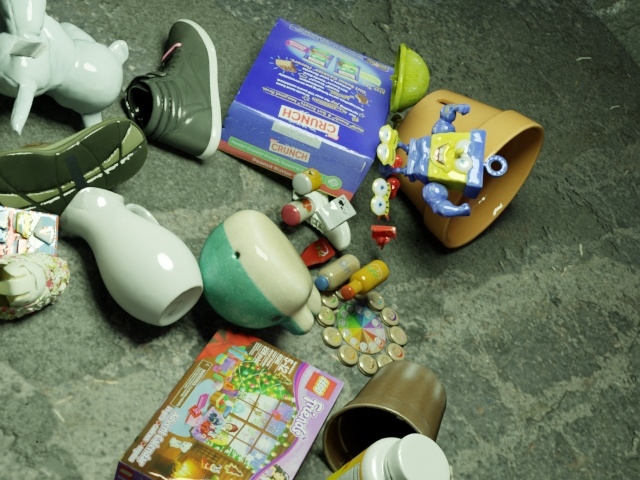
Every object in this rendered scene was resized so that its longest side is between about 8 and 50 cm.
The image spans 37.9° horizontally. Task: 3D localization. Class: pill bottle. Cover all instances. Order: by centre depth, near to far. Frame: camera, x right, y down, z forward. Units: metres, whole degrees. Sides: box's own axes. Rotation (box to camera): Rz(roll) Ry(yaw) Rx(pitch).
[{"bbox_3d":[0.077,0.343,1.254,0.117,0.215,0.117,22,44,-24],"label":"pill bottle"}]

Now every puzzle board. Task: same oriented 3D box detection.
[{"bbox_3d":[-0.405,0.019,1.265,0.096,0.011,0.128,9,72,-34],"label":"puzzle board"}]

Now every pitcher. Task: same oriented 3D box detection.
[{"bbox_3d":[-0.253,0.019,1.353,0.207,0.125,0.178,45,22,17],"label":"pitcher"}]

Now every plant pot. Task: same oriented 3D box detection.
[{"bbox_3d":[0.108,0.273,1.398,0.167,0.167,0.165,43,32,-1],"label":"plant pot"},{"bbox_3d":[0.265,-0.157,1.820,0.203,0.291,0.291,40,37,24],"label":"plant pot"}]

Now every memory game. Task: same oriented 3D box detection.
[{"bbox_3d":[0.071,0.146,1.578,0.186,0.012,0.186,22,44,-23],"label":"memory game"}]

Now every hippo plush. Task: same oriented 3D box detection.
[{"bbox_3d":[-0.399,-0.297,1.393,0.294,0.234,0.236,29,15,36],"label":"hippo plush"}]

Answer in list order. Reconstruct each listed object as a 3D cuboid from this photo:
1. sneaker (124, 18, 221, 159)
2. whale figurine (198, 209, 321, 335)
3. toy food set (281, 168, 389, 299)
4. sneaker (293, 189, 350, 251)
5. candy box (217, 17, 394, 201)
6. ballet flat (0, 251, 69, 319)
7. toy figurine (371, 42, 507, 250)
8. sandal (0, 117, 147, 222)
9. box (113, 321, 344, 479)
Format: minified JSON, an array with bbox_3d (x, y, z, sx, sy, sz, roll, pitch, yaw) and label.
[{"bbox_3d":[-0.262,-0.283,1.603,0.147,0.104,0.296,13,53,-38],"label":"sneaker"},{"bbox_3d":[-0.090,0.065,1.423,0.216,0.141,0.272,58,7,21],"label":"whale figurine"},{"bbox_3d":[0.000,0.000,1.565,0.104,0.111,0.232,-31,87,-48],"label":"toy food set"},{"bbox_3d":[-0.001,-0.039,1.655,0.061,0.054,0.152,-10,55,-38],"label":"sneaker"},{"bbox_3d":[-0.015,-0.247,1.729,0.268,0.122,0.317,23,41,-3],"label":"candy box"},{"bbox_3d":[-0.423,0.063,1.182,0.241,0.077,0.091,-9,96,-37],"label":"ballet flat"},{"bbox_3d":[0.219,-0.153,1.635,0.217,0.191,0.363,5,71,11],"label":"toy figurine"},{"bbox_3d":[-0.390,-0.094,1.349,0.303,0.086,0.120,-26,116,-37],"label":"sandal"},{"bbox_3d":[-0.113,0.255,1.255,0.201,0.057,0.293,26,40,7],"label":"box"}]
